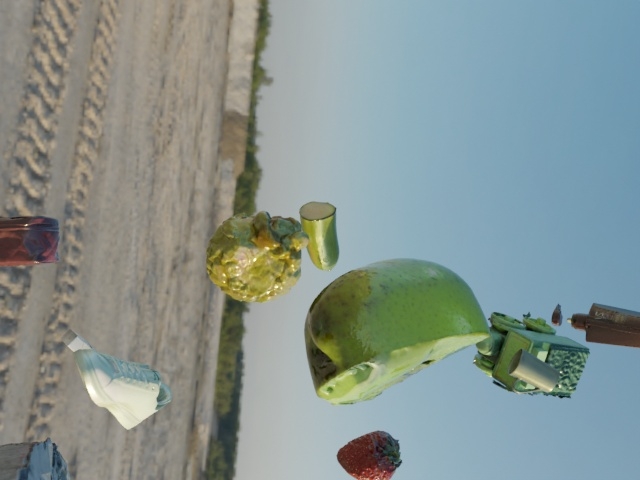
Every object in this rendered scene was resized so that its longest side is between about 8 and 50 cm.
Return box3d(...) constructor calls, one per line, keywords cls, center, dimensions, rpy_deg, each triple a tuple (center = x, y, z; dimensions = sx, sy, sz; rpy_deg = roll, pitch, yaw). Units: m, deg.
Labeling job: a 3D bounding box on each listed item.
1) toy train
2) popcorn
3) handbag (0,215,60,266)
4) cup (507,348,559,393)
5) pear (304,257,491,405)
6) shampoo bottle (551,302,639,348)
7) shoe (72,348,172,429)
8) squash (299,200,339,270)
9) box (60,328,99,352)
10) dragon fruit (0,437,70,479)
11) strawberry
box3d(cls="toy train", center=(0.487, 0.267, 1.754), dimensions=(0.188, 0.271, 0.159), rpy_deg=(31, -75, 54))
box3d(cls="popcorn", center=(-0.146, 0.028, 1.794), dimensions=(0.212, 0.258, 0.259), rpy_deg=(-106, -158, -67))
box3d(cls="handbag", center=(-0.787, -0.002, 1.932), dimensions=(0.146, 0.224, 0.136), rpy_deg=(3, 85, -80))
box3d(cls="cup", center=(0.401, 0.255, 1.422), dimensions=(0.075, 0.083, 0.054), rpy_deg=(-60, 178, -37))
box3d(cls="pear", center=(0.092, 0.160, 1.403), dimensions=(0.342, 0.318, 0.239), rpy_deg=(-35, -116, 31))
box3d(cls="shampoo bottle", center=(0.558, 0.162, 1.420), dimensions=(0.068, 0.236, 0.067), rpy_deg=(-34, 123, -50))
box3d(cls="shoe", center=(-0.346, 0.246, 1.339), dimensions=(0.095, 0.110, 0.265), rpy_deg=(59, -11, 31))
box3d(cls="squash", center=(0.000, 0.000, 1.903), dimensions=(0.095, 0.095, 0.188), rpy_deg=(-94, 178, -55))
box3d(cls="box", center=(-0.568, 0.288, 1.862), dimensions=(0.040, 0.154, 0.084), rpy_deg=(-47, -154, -14))
box3d(cls="dragon fruit", center=(-0.429, 0.362, 0.914), dimensions=(0.283, 0.221, 0.204), rpy_deg=(102, -24, -78))
box3d(cls="strawberry", center=(0.123, 0.535, 1.835), dimensions=(0.131, 0.148, 0.131), rpy_deg=(51, 21, -28))
